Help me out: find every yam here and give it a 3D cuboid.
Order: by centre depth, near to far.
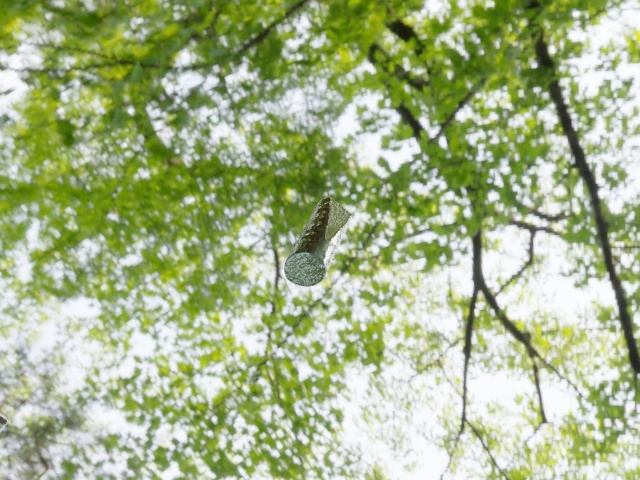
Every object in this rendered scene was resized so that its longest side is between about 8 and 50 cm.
[{"bbox_3d":[0.000,0.000,1.485,0.068,0.068,0.169,3,-143,20],"label":"yam"}]

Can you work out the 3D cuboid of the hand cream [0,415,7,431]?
[{"bbox_3d":[-0.580,0.336,1.508,0.055,0.086,0.235,-42,-164,22],"label":"hand cream"}]
